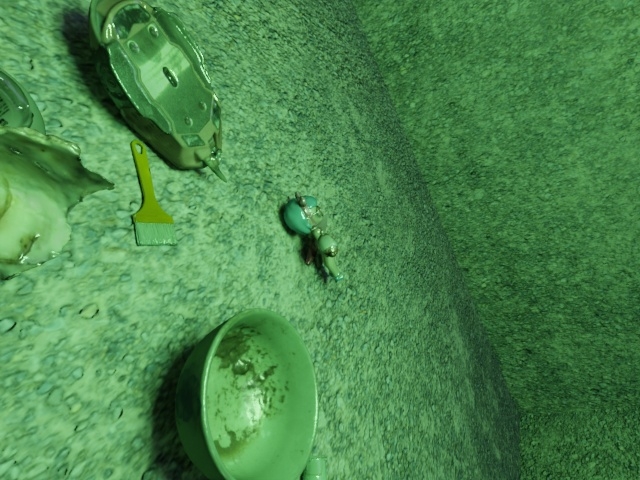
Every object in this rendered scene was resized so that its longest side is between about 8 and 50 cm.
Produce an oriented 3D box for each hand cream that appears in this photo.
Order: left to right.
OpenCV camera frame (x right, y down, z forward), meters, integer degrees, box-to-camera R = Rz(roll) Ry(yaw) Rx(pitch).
[{"bbox_3d":[-0.011,0.552,0.865,0.078,0.050,0.204,26,56,-51],"label":"hand cream"}]

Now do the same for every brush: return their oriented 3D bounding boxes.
[{"bbox_3d":[-0.313,-0.089,0.773,0.083,0.011,0.205,0,73,-58],"label":"brush"}]

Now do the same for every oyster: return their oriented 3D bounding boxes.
[{"bbox_3d":[-0.403,-0.058,0.460,0.100,0.275,0.271,39,-19,49],"label":"oyster"}]

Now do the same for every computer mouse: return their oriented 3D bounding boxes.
[{"bbox_3d":[-0.294,-0.268,0.813,0.199,0.115,0.389,-60,137,-33],"label":"computer mouse"}]

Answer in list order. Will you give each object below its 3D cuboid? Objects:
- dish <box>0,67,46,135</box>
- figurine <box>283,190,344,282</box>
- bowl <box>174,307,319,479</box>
[{"bbox_3d":[-0.444,-0.156,0.528,0.224,0.078,0.246,61,31,-19],"label":"dish"},{"bbox_3d":[-0.012,0.003,1.110,0.205,0.103,0.260,-102,166,-70],"label":"figurine"},{"bbox_3d":[-0.139,0.269,0.718,0.289,0.146,0.289,37,44,-47],"label":"bowl"}]
